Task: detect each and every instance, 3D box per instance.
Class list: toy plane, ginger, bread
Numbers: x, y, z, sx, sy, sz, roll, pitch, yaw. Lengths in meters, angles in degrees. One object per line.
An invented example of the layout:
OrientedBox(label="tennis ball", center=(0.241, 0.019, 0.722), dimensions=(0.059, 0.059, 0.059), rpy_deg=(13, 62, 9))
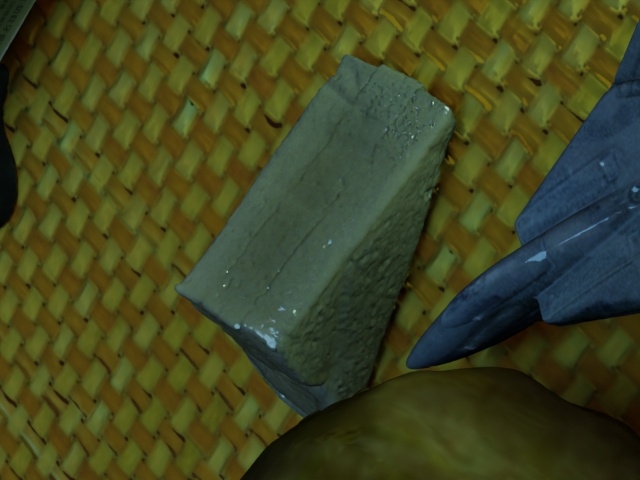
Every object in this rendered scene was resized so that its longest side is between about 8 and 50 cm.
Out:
OrientedBox(label="toy plane", center=(0.132, -0.006, 0.785), dimensions=(0.267, 0.088, 0.212), rpy_deg=(-45, 50, 45))
OrientedBox(label="ginger", center=(0.035, 0.174, 0.761), dimensions=(0.223, 0.269, 0.200), rpy_deg=(46, 145, 19))
OrientedBox(label="bread", center=(0.012, 0.003, 0.923), dimensions=(0.077, 0.105, 0.152), rpy_deg=(33, 82, 34))

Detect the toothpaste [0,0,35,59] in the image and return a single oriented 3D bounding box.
OrientedBox(label="toothpaste", center=(-0.195, -0.151, 1.028), dimensions=(0.089, 0.071, 0.313), rpy_deg=(44, 112, 23))

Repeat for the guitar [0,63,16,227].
OrientedBox(label="guitar", center=(-0.208, -0.117, 1.095), dimensions=(0.088, 0.025, 0.233), rpy_deg=(8, 97, 38))
